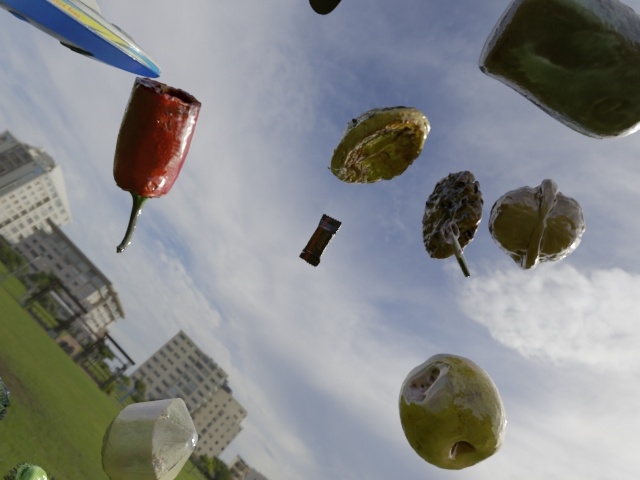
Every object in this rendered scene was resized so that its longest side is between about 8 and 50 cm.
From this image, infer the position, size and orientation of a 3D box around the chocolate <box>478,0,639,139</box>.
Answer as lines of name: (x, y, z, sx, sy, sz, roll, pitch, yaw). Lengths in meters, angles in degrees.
chocolate: (0.348, -0.232, 0.550, 0.253, 0.080, 0.157, 34, -41, 4)

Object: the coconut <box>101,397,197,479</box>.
coconut: (-0.489, 0.597, 1.218, 0.243, 0.239, 0.239, -8, -47, 3)

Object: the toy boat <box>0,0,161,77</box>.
toy boat: (-0.363, -0.334, 0.648, 0.129, 0.088, 0.295, 27, 4, 23)

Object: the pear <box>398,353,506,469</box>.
pear: (0.319, 0.413, 1.017, 0.271, 0.271, 0.271, 32, -34, 24)

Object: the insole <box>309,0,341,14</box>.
insole: (0.071, -0.648, 0.930, 0.111, 0.007, 0.327, 43, -37, -11)

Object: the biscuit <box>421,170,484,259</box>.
biscuit: (0.459, -0.097, 1.476, 0.081, 0.335, 0.289, 17, -14, -20)

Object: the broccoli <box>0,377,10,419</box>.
broccoli: (-0.958, 0.433, 1.018, 0.180, 0.272, 0.243, -38, -124, 27)

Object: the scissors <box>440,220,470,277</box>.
scissors: (0.414, 0.030, 1.239, 0.022, 0.085, 0.176, -21, -88, 52)

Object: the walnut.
walnut: (0.560, -0.040, 1.073, 0.224, 0.257, 0.257, 15, -41, 21)

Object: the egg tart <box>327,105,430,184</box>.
egg tart: (0.173, -0.306, 1.279, 0.341, 0.340, 0.132, 113, -37, -57)

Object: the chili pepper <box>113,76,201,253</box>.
chili pepper: (-0.361, -0.153, 0.853, 0.131, 0.134, 0.339, 33, -68, 30)

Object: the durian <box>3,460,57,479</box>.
durian: (-0.654, 0.641, 0.947, 0.237, 0.177, 0.200, 41, 0, -31)

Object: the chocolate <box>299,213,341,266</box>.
chocolate: (0.000, 0.000, 1.411, 0.086, 0.183, 0.028, 27, -2, 21)
